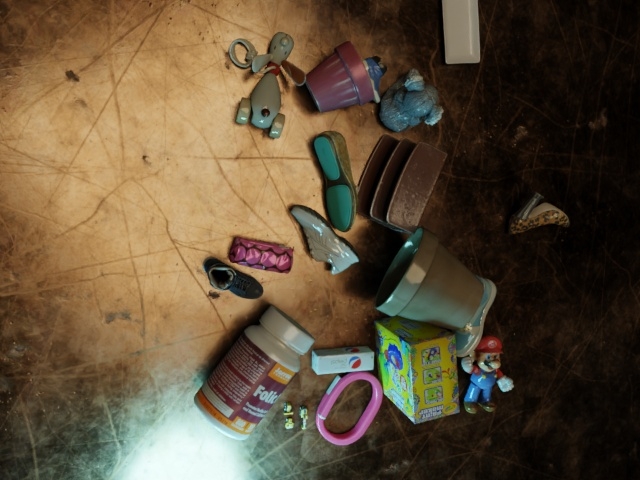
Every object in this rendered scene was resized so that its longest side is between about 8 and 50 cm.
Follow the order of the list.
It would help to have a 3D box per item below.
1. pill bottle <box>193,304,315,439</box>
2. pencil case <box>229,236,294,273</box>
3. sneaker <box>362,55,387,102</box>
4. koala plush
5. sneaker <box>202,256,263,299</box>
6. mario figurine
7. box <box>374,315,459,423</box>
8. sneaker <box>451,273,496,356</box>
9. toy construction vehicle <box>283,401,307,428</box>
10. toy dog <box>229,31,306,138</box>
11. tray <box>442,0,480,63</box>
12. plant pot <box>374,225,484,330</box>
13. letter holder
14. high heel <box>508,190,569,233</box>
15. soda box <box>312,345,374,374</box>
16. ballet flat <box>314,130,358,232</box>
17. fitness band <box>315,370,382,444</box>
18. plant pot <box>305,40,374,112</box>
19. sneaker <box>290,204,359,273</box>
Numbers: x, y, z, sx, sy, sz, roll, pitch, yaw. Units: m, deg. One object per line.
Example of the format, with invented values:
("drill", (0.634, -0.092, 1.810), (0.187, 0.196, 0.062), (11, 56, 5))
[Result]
("pill bottle", (-0.208, 0.423, 1.631), (0.224, 0.224, 0.392), (39, 85, -18))
("pencil case", (-0.194, 0.045, 1.658), (0.209, 0.095, 0.098), (10, 129, -20))
("sneaker", (0.199, -0.558, 1.717), (0.084, 0.058, 0.152), (-23, 97, -5))
("koala plush", (0.321, -0.463, 1.682), (0.203, 0.221, 0.196), (-35, 106, -10))
("sneaker", (-0.272, 0.139, 1.608), (0.226, 0.163, 0.086), (31, 86, -20))
("mario figurine", (0.646, 0.524, 1.935), (0.198, 0.170, 0.321), (-15, 113, -50))
("box", (0.335, 0.438, 1.767), (0.177, 0.290, 0.279), (-8, 99, -16))
("sneaker", (0.527, 0.265, 1.866), (0.208, 0.127, 0.319), (30, 78, -40))
("toy construction vehicle", (-0.088, 0.632, 1.794), (0.086, 0.035, 0.098), (3, 96, -18))
("toy dog", (-0.158, -0.490, 1.561), (0.220, 0.161, 0.334), (-6, 99, -17))
("tray", (0.501, -0.776, 1.798), (0.145, 0.030, 0.270), (-8, 99, -17))
("plant pot", (0.383, 0.155, 1.692), (0.280, 0.323, 0.323), (28, 88, 0))
("letter holder", (0.267, -0.204, 1.738), (0.214, 0.152, 0.302), (23, 90, -17))
("high heel", (0.870, -0.064, 1.993), (0.261, 0.093, 0.186), (28, 106, -27))
("soda box", (0.081, 0.430, 1.800), (0.216, 0.074, 0.069), (-1, 97, -17))
("ballet flat", (0.073, -0.205, 1.705), (0.123, 0.123, 0.349), (-18, 104, -14))
("fitness band", (0.109, 0.616, 1.845), (0.209, 0.054, 0.291), (33, 88, -19))
("plant pot", (0.053, -0.512, 1.618), (0.180, 0.201, 0.201), (-26, 104, 3))
("sneaker", (0.000, 0.000, 1.706), (0.129, 0.111, 0.297), (-42, 102, 10))
